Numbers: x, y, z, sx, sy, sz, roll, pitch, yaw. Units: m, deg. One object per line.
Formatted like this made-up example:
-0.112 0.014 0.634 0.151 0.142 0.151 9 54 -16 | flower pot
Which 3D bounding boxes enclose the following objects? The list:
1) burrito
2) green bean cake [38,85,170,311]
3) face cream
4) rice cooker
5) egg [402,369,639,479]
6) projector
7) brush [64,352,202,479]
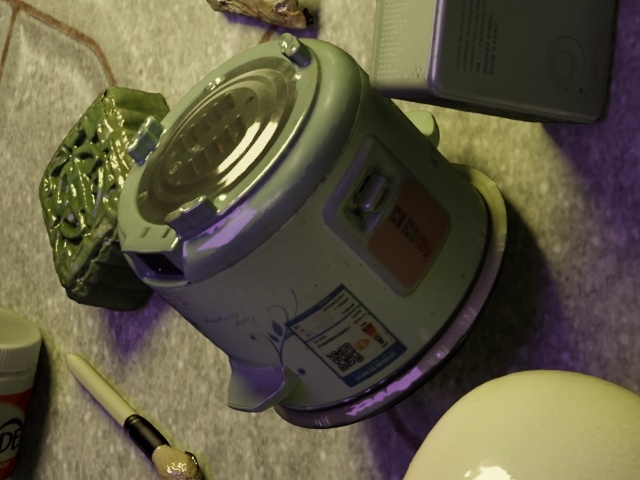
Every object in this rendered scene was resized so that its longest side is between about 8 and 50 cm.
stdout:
-0.066 -0.239 1.833 0.171 0.042 0.051 29 138 54 | burrito
-0.214 -0.045 1.963 0.183 0.094 0.185 -51 44 35 | green bean cake
-0.425 0.172 2.101 0.201 0.201 0.187 26 105 50 | face cream
0.000 0.000 1.533 0.264 0.316 0.317 -4 82 49 | rice cooker
0.174 0.249 1.287 0.283 0.283 0.345 -44 41 39 | egg
0.135 -0.227 1.464 0.099 0.192 0.257 6 90 51 | projector
-0.199 0.180 1.955 0.299 0.039 0.042 40 141 49 | brush
